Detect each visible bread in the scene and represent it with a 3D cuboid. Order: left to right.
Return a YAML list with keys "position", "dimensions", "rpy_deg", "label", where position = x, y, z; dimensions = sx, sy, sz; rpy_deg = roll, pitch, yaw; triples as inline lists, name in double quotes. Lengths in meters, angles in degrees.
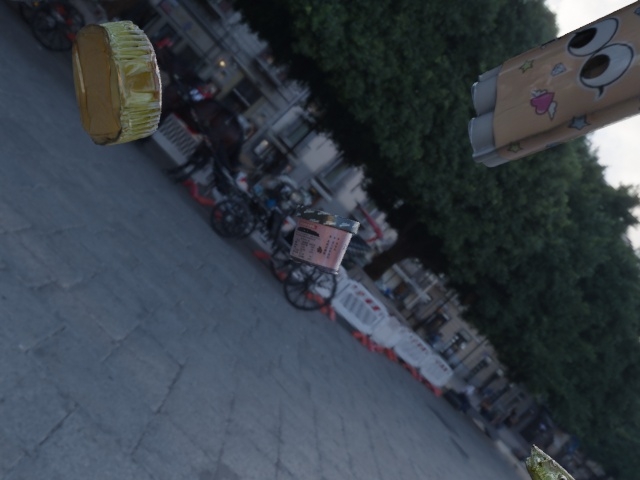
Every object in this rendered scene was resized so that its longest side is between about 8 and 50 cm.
- position: [-0.325, -0.256, 1.137]
  dimensions: [0.132, 0.114, 0.190]
  rpy_deg: [5, -71, 42]
  label: "bread"

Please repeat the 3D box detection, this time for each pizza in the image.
- position: [0.346, 0.357, 0.972]
  dimensions: [0.160, 0.036, 0.099]
  rpy_deg: [46, 19, 10]
  label: "pizza"

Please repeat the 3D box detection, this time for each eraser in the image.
- position: [0.346, -0.208, 0.947]
  dimensions: [0.087, 0.290, 0.171]
  rpy_deg: [36, 52, -33]
  label: "eraser"

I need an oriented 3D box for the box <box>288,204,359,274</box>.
- position: [0.000, 0.000, 1.618]
  dimensions: [0.151, 0.135, 0.151]
  rpy_deg: [18, 0, 0]
  label: "box"
